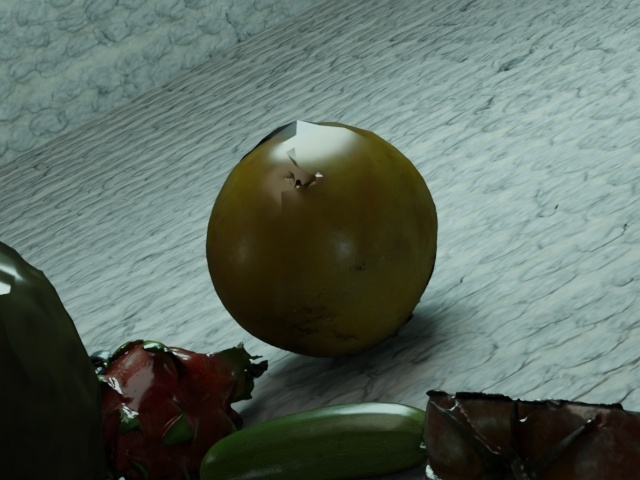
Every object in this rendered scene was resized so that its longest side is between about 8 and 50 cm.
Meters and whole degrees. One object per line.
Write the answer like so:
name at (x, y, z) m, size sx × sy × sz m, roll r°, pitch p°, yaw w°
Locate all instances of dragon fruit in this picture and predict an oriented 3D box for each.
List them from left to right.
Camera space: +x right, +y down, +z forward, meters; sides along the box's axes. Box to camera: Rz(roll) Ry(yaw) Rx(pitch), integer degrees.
dragon fruit at (-0.122, 0.148, 1.707) m, size 0.236 × 0.135 × 0.137 m, roll -15°, pitch 2°, yaw -38°

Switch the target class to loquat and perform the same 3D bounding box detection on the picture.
loquat at (0.000, 0.000, 1.801) m, size 0.235 × 0.235 × 0.235 m, roll -22°, pitch 17°, yaw 7°

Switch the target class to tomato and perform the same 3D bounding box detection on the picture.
tomato at (0.163, 0.177, 1.179) m, size 0.180 × 0.155 × 0.214 m, roll 8°, pitch -8°, yaw -34°

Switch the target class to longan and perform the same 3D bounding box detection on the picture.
longan at (-0.363, 0.159, 1.525) m, size 0.391 × 0.391 × 0.391 m, roll -22°, pitch 17°, yaw 7°

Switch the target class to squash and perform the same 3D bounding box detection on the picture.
squash at (0.007, 0.171, 1.560) m, size 0.252 × 0.066 × 0.066 m, roll -13°, pitch 20°, yaw 27°

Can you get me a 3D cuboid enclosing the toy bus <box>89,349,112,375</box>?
toy bus at (-0.270, 0.176, 1.861) m, size 0.195 × 0.089 × 0.081 m, roll -14°, pitch 20°, yaw 31°
